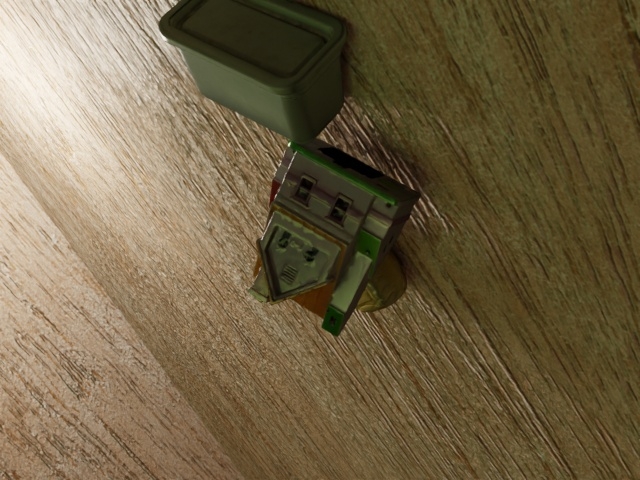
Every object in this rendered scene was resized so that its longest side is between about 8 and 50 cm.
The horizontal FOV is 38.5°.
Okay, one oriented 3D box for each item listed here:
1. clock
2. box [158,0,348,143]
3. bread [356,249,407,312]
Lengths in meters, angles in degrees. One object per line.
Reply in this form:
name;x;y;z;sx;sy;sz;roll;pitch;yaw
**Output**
clock;0.000;0.000;1.649;0.235;0.166;0.309;31;107;16
box;-0.103;-0.300;1.562;0.312;0.175;0.182;29;155;27
bread;0.068;0.031;1.808;0.236;0.106;0.140;51;152;-8
